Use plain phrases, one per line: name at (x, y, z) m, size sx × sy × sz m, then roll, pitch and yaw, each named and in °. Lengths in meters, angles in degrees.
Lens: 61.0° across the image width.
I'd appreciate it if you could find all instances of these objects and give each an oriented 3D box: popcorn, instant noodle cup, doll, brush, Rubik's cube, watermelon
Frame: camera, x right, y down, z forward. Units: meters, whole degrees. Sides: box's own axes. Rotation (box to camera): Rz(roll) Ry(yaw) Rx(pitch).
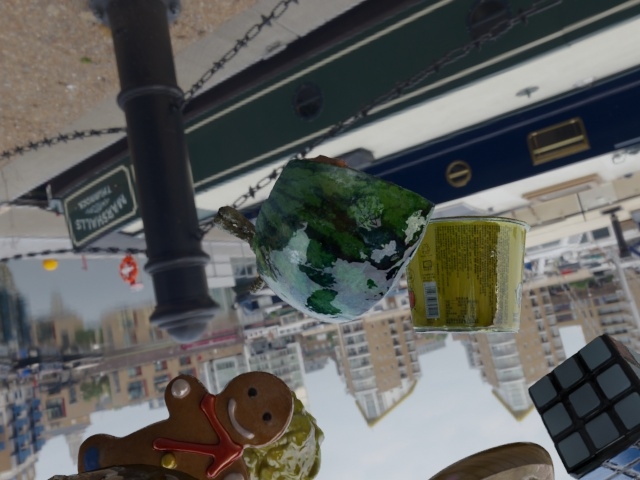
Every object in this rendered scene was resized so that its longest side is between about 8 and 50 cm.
popcorn at (-0.095, 0.409, 1.094) m, size 0.200 × 0.226 × 0.203 m, roll -32°, pitch -178°, yaw -14°
instant noodle cup at (0.344, 0.094, 1.308) m, size 0.325 × 0.254 × 0.325 m, roll 0°, pitch 169°, yaw 0°
doll at (-0.124, 0.005, 1.340) m, size 0.202 × 0.286 × 0.091 m, roll -28°, pitch 161°, yaw -9°
brush at (0.212, 0.380, 0.687) m, size 0.267 × 0.174 × 0.166 m, roll -52°, pitch -179°, yaw 2°
Rubik's cube at (0.449, 0.268, 0.822) m, size 0.162 × 0.163 × 0.161 m, roll 29°, pitch 118°, yaw -25°
watermelon at (-0.015, -0.004, 0.929) m, size 0.222 × 0.292 × 0.319 m, roll 25°, pitch -173°, yaw -27°

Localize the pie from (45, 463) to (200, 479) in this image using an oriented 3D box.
pie at (-0.235, 0.307, 0.617) m, size 0.273 × 0.069 × 0.273 m, roll 1°, pitch 168°, yaw 0°

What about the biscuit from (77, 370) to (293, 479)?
biscuit at (-0.185, 0.298, 0.794) m, size 0.323 × 0.206 × 0.049 m, roll -23°, pitch 163°, yaw -17°
